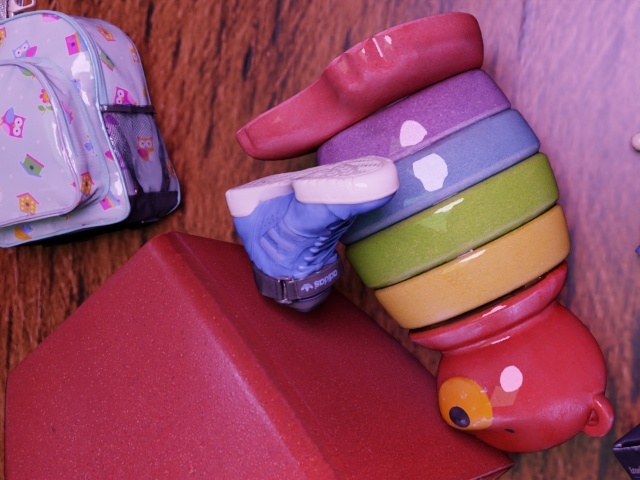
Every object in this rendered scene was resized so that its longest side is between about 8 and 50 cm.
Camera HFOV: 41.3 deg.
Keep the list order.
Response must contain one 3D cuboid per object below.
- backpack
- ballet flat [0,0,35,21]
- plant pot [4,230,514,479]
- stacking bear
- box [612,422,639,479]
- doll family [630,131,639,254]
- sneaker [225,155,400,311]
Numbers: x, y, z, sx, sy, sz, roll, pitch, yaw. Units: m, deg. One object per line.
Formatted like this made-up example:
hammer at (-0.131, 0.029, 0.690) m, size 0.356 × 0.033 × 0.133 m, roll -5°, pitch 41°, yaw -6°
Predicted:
backpack at (-0.225, -0.096, 0.708) m, size 0.166 × 0.144 × 0.188 m, roll -11°, pitch 87°, yaw 27°
ballet flat at (-0.281, -0.207, 0.777) m, size 0.041 × 0.041 × 0.114 m, roll 4°, pitch 96°, yaw 21°
plant pot at (-0.066, 0.145, 0.614) m, size 0.267 × 0.267 × 0.235 m, roll -41°, pitch 65°, yaw 18°
stacking bear at (0.097, 0.010, 0.582) m, size 0.175 × 0.164 × 0.288 m, roll -25°, pitch 90°, yaw 51°
box at (0.291, 0.178, 0.496) m, size 0.108 × 0.153 × 0.207 m, roll -30°, pitch 76°, yaw -5°
doll family at (0.323, -0.037, 0.512) m, size 0.263 × 0.118 × 0.163 m, roll 17°, pitch 99°, yaw 19°
sneaker at (0.001, 0.000, 0.512) m, size 0.152 × 0.058 × 0.084 m, roll -5°, pitch 104°, yaw 52°
